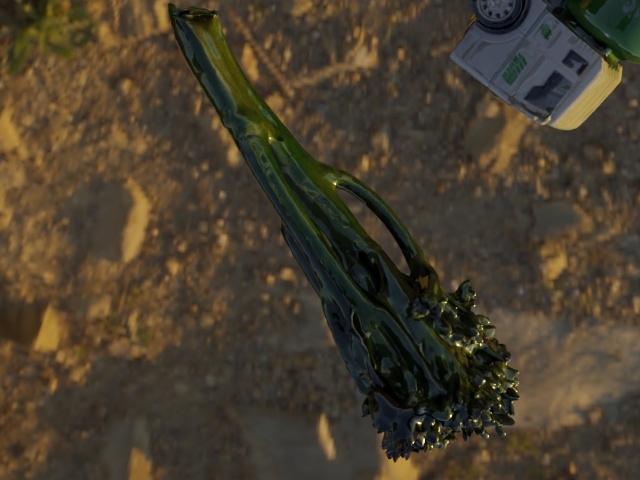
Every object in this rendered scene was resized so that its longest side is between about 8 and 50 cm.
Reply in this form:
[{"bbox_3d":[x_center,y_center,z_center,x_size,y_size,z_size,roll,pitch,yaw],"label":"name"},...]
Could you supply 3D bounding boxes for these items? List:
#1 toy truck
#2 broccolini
[{"bbox_3d":[0.203,-0.186,1.024,0.125,0.101,0.242,42,105,14],"label":"toy truck"},{"bbox_3d":[0.011,-0.008,0.561,0.058,0.074,0.201,-27,99,8],"label":"broccolini"}]
